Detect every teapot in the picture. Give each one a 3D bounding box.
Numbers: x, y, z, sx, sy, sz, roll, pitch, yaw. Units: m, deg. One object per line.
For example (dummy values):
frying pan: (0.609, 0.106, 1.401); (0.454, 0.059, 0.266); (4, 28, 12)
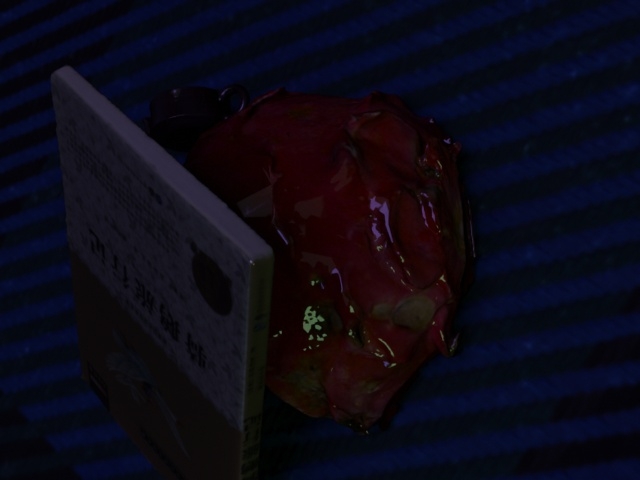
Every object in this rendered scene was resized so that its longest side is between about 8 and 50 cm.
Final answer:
teapot: (-0.099, -0.101, 0.850); (0.100, 0.068, 0.045); (-17, 70, 25)

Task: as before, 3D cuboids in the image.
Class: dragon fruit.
dragon fruit: (0.000, 0.000, 0.734); (0.163, 0.189, 0.261); (-40, 62, 55)

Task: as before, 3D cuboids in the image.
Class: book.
book: (-0.112, 0.060, 0.742); (0.217, 0.021, 0.310); (41, 143, 31)
